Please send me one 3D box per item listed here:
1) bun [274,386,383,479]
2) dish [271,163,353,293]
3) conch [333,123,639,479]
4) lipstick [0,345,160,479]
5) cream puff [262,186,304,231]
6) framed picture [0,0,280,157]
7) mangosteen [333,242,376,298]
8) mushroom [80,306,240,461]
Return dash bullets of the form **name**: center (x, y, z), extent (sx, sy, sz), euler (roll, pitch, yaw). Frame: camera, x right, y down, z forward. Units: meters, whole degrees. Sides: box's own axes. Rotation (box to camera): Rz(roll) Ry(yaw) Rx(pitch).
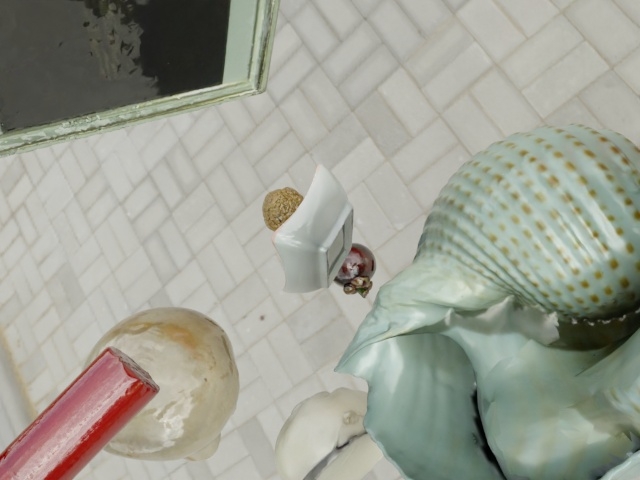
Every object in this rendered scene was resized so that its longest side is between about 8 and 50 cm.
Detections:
- **bun**: center (0.010, 0.275, 0.823), extent (0.120, 0.173, 0.172), euler (46, 112, 36)
- **dish**: center (0.000, 0.000, 0.921), extent (0.077, 0.212, 0.151), euler (26, 66, 14)
- **conch**: center (0.189, 0.073, 0.501), extent (0.319, 0.215, 0.302), euler (-50, 37, 28)
- **lipstick**: center (-0.281, 0.226, 0.561), extent (0.073, 0.073, 0.279), euler (38, 77, 26)
- **cream puff**: center (-0.102, -0.089, 1.814), extent (0.115, 0.165, 0.150), euler (23, 102, 47)
- **framed picture**: center (-0.104, -0.156, 0.274), extent (0.018, 0.231, 0.293), euler (55, 151, 25)
- **mangosteen**: center (0.081, 0.077, 1.418), extent (0.140, 0.140, 0.139), euler (-1, 89, 31)
- **mushroom**: center (-0.272, 0.278, 1.075), extent (0.293, 0.290, 0.292), euler (-7, 52, 8)
